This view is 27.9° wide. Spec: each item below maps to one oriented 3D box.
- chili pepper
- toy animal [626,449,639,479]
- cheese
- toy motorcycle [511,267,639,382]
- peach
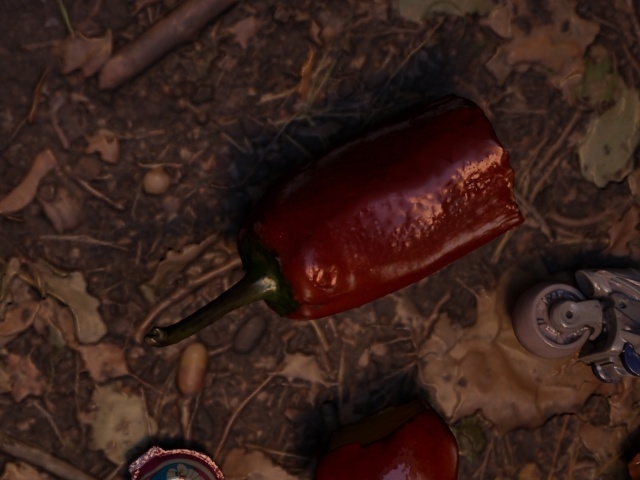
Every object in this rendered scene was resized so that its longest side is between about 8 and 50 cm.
[{"bbox_3d":[0.000,0.002,1.097,0.338,0.131,0.134,-30,133,-8],"label":"chili pepper"},{"bbox_3d":[0.396,0.319,1.196,0.169,0.281,0.195,29,95,-38],"label":"toy animal"},{"bbox_3d":[-0.120,0.249,1.177,0.095,0.038,0.145,-38,107,-1],"label":"cheese"},{"bbox_3d":[0.302,0.081,1.209,0.254,0.112,0.112,13,100,-14],"label":"toy motorcycle"},{"bbox_3d":[0.069,0.220,1.181,0.118,0.151,0.151,-1,109,34],"label":"peach"}]
